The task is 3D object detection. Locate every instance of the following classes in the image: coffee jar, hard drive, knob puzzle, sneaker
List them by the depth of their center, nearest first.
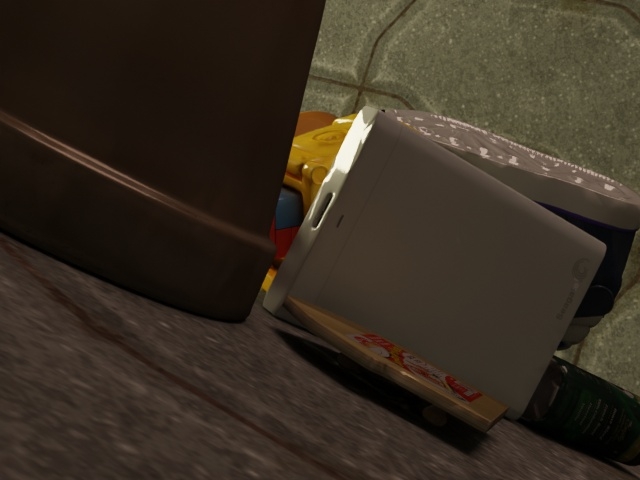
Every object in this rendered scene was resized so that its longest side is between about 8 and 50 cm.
[{"bbox_3d":[0.050,0.101,0.851,0.213,0.030,0.213,28,3,-1],"label":"knob puzzle"},{"bbox_3d":[0.118,0.031,1.025,0.307,0.203,0.040,26,2,-29],"label":"hard drive"},{"bbox_3d":[0.286,0.183,1.172,0.184,0.079,0.096,25,0,-30],"label":"coffee jar"},{"bbox_3d":[0.174,0.010,1.191,0.322,0.236,0.130,18,22,-2],"label":"sneaker"}]

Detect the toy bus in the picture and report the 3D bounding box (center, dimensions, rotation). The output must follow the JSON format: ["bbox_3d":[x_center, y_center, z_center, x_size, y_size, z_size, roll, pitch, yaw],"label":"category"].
[{"bbox_3d":[0.000,0.000,1.071,0.211,0.220,0.149,-16,25,-32],"label":"toy bus"}]

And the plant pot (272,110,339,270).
[{"bbox_3d":[0.007,-0.021,1.300,0.188,0.205,0.205,47,13,34],"label":"plant pot"}]

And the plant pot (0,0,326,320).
[{"bbox_3d":[-0.134,-0.133,0.824,0.323,0.280,0.323,29,2,-1],"label":"plant pot"}]
